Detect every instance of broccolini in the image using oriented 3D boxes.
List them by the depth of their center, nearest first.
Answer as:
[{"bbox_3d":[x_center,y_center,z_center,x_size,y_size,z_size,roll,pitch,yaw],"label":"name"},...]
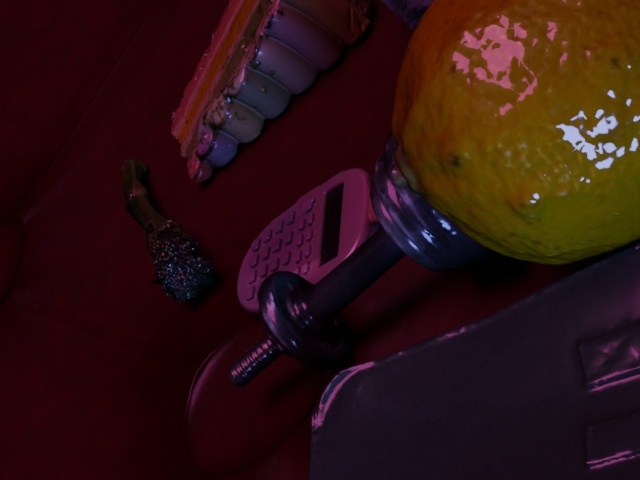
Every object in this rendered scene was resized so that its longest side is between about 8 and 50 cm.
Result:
[{"bbox_3d":[-0.135,-0.014,1.457,0.054,0.051,0.239,-8,24,-14],"label":"broccolini"}]

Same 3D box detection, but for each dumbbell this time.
[{"bbox_3d":[0.026,0.021,1.170,0.254,0.110,0.110,-42,33,25],"label":"dumbbell"}]

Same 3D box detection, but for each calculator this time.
[{"bbox_3d":[0.000,0.000,1.287,0.166,0.024,0.103,-30,38,34],"label":"calculator"}]

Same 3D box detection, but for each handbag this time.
[{"bbox_3d":[0.110,0.141,0.962,0.260,0.079,0.247,-27,38,29],"label":"handbag"}]

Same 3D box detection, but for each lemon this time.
[{"bbox_3d":[0.147,-0.082,1.022,0.231,0.192,0.192,-22,37,1],"label":"lemon"}]

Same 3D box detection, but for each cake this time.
[{"bbox_3d":[-0.044,-0.150,1.473,0.225,0.090,0.109,-58,30,25],"label":"cake"}]

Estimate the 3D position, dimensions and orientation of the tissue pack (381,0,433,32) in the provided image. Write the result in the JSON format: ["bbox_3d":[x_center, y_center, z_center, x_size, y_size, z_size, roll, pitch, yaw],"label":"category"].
[{"bbox_3d":[0.172,-0.264,1.261,0.316,0.103,0.228,-47,34,8],"label":"tissue pack"}]
